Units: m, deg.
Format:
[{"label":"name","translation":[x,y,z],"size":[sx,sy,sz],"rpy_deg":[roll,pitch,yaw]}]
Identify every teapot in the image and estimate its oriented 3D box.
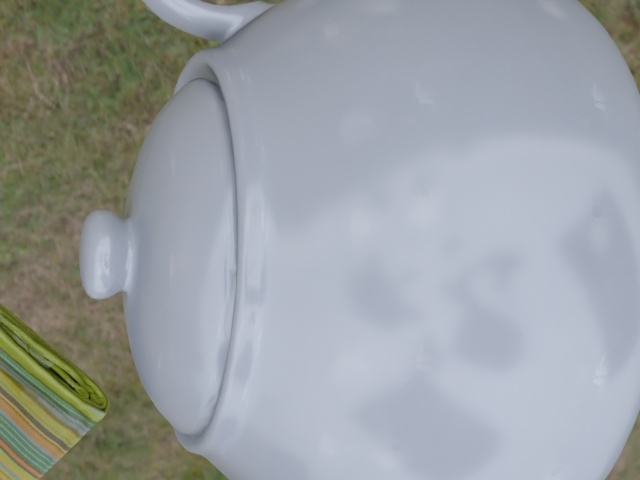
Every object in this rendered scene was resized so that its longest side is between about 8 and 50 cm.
[{"label":"teapot","translation":[0.000,0.000,0.530],"size":[0.187,0.256,0.252],"rpy_deg":[3,125,-17]}]

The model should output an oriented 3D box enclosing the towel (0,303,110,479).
[{"label":"towel","translation":[-0.206,0.115,0.684],"size":[0.102,0.021,0.237],"rpy_deg":[41,123,-7]}]
